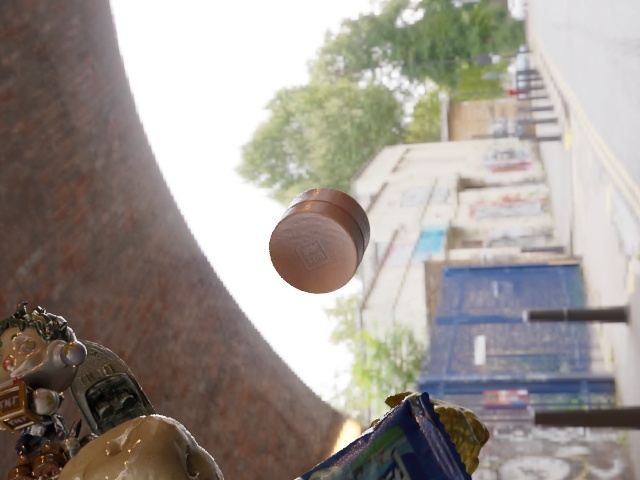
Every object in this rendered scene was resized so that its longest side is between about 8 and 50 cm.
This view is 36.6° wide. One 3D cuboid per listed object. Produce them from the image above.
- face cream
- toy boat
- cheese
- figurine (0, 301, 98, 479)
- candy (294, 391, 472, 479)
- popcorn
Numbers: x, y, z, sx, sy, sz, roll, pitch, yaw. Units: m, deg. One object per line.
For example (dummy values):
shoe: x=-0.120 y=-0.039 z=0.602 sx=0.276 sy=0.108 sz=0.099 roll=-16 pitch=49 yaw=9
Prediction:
face cream: x=0.000 y=0.000 z=1.566 sx=0.104 sy=0.149 sz=0.149 roll=-60 pitch=-34 yaw=-61
toy boat: x=-0.463 y=0.340 z=2.107 sx=0.319 sy=0.141 sz=0.092 roll=52 pitch=150 yaw=27
cheese: x=-0.247 y=0.350 z=1.347 sx=0.117 sy=0.235 sz=0.218 roll=-114 pitch=26 yaw=-57
figurine: x=-0.561 y=0.291 z=1.862 sx=0.186 sy=0.261 sz=0.382 roll=75 pitch=179 yaw=-49
candy: x=0.057 y=0.379 z=1.418 sx=0.187 sy=0.331 sz=0.077 roll=59 pitch=175 yaw=-15
popcorn: x=0.198 y=0.410 z=1.834 sx=0.286 sy=0.174 sz=0.225 roll=28 pitch=-95 yaw=-55
